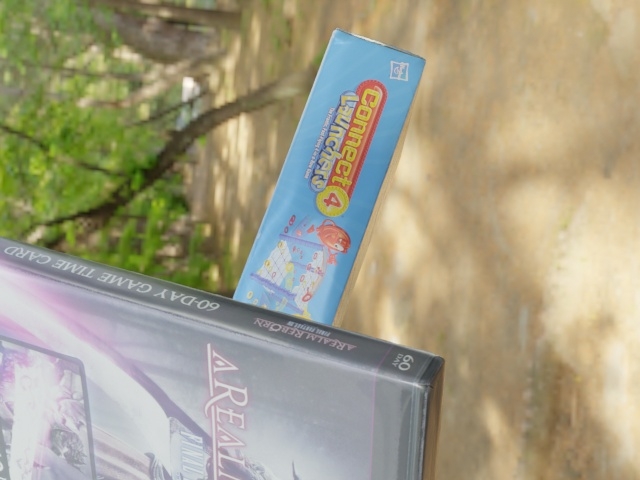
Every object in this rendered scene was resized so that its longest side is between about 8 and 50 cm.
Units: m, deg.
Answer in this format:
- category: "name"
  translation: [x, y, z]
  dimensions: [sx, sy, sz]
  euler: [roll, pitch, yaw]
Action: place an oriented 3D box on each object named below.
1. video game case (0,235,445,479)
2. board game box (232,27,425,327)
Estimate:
- category: "video game case"
  translation: [-0.084, 0.098, 0.524]
  dimensions: [0.026, 0.274, 0.196]
  euler: [-49, -33, -51]
- category: "board game box"
  translation: [0.000, 0.000, 1.129]
  dimensions: [0.302, 0.086, 0.308]
  euler: [92, -162, -79]
